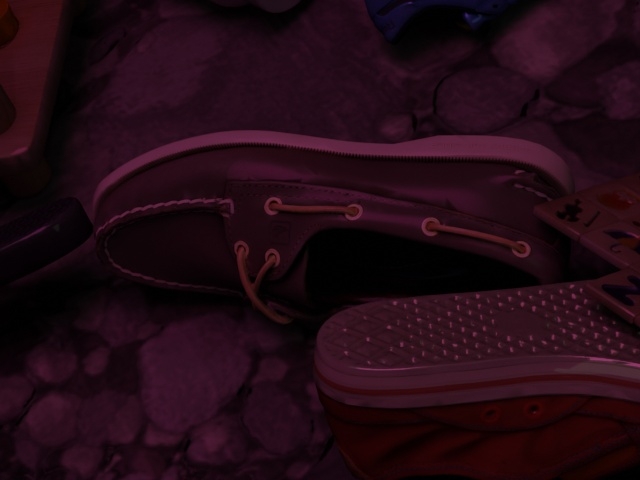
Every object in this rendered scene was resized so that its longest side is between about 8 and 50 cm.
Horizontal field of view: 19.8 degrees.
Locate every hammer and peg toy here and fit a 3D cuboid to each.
[{"bbox_3d":[-0.364,-0.130,1.413,0.361,0.127,0.266,-7,51,14],"label":"hammer and peg toy"}]

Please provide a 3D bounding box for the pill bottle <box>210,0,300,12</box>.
[{"bbox_3d":[-0.083,-0.237,1.425,0.169,0.094,0.094,30,66,36],"label":"pill bottle"}]

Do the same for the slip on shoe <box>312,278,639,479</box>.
[{"bbox_3d":[0.162,0.090,1.068,0.331,0.101,0.123,-2,28,1],"label":"slip on shoe"}]

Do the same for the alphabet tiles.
[{"bbox_3d":[0.249,0.022,1.082,0.198,0.009,0.237,-17,38,-38],"label":"alphabet tiles"}]

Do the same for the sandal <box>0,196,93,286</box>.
[{"bbox_3d":[-0.268,0.048,1.256,0.254,0.054,0.097,-22,16,13],"label":"sandal"}]

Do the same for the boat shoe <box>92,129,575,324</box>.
[{"bbox_3d":[0.000,0.000,1.186,0.324,0.116,0.096,-1,48,11],"label":"boat shoe"}]

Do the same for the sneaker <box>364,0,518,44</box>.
[{"bbox_3d":[0.134,-0.197,1.346,0.209,0.069,0.082,-16,80,-5],"label":"sneaker"}]
